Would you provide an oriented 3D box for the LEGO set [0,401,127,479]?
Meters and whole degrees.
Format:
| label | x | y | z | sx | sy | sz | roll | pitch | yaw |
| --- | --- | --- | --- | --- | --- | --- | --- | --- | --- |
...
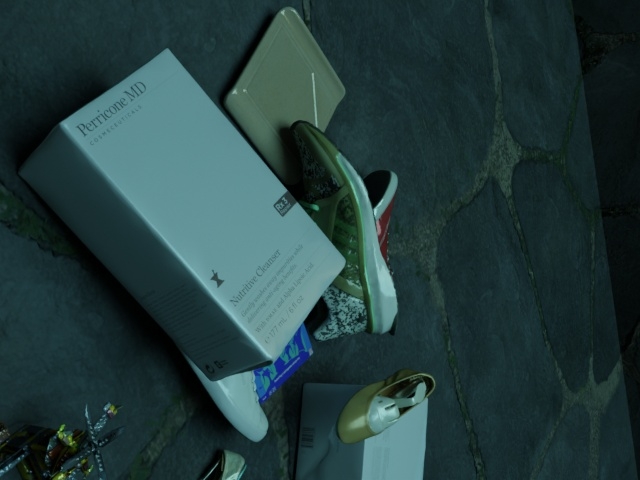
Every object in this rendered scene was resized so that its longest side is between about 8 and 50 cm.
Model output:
| label | x | y | z | sx | sy | sz | roll | pitch | yaw |
| --- | --- | --- | --- | --- | --- | --- | --- | --- | --- |
| LEGO set | -0.304 | 0.369 | 0.947 | 0.255 | 0.192 | 0.331 | -29 | 110 | -50 |

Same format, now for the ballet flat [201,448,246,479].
| label | x | y | z | sx | sy | sz | roll | pitch | yaw |
| --- | --- | --- | --- | --- | --- | --- | --- | --- | --- |
| ballet flat | -0.170 | 0.397 | 1.254 | 0.052 | 0.057 | 0.168 | 36 | 51 | -13 |

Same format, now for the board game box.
| label | x | y | z | sx | sy | sz | roll | pitch | yaw |
| --- | --- | --- | --- | --- | --- | --- | --- | --- | --- |
| board game box | -0.100 | 0.137 | 1.356 | 0.160 | 0.047 | 0.210 | -40 | 118 | -47 |

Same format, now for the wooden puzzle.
| label | x | y | z | sx | sy | sz | roll | pitch | yaw |
| --- | --- | --- | --- | --- | --- | --- | --- | --- | --- |
| wooden puzzle | -0.061 | -0.253 | 1.446 | 0.221 | 0.044 | 0.239 | 52 | 54 | -38 |

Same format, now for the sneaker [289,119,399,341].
| label | x | y | z | sx | sy | sz | roll | pitch | yaw |
| --- | --- | --- | --- | --- | --- | --- | --- | --- | --- |
| sneaker | 0.000 | 0.000 | 1.407 | 0.182 | 0.158 | 0.410 | -21 | 100 | -12 |

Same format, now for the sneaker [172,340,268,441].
| label | x | y | z | sx | sy | sz | roll | pitch | yaw |
| --- | --- | --- | --- | --- | --- | --- | --- | --- | --- |
| sneaker | -0.127 | 0.180 | 1.235 | 0.123 | 0.106 | 0.290 | -32 | 118 | -9 |

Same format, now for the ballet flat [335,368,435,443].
| label | x | y | z | sx | sy | sz | roll | pitch | yaw |
| --- | --- | --- | --- | --- | --- | --- | --- | --- | --- |
| ballet flat | 0.114 | 0.268 | 1.365 | 0.232 | 0.073 | 0.080 | -26 | 106 | -50 |

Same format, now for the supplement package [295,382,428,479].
| label | x | y | z | sx | sy | sz | roll | pitch | yaw |
| --- | --- | --- | --- | --- | --- | --- | --- | --- | --- |
| supplement package | 0.077 | 0.366 | 1.488 | 0.203 | 0.149 | 0.194 | 22 | 69 | -50 |

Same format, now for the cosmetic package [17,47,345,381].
| label | x | y | z | sx | sy | sz | roll | pitch | yaw |
| --- | --- | --- | --- | --- | --- | --- | --- | --- | --- |
| cosmetic package | -0.174 | -0.030 | 1.087 | 0.385 | 0.156 | 0.217 | 50 | 48 | -14 |

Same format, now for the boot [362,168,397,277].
| label | x | y | z | sx | sy | sz | roll | pitch | yaw |
| --- | --- | --- | --- | --- | --- | --- | --- | --- | --- |
| boot | 0.112 | -0.005 | 1.621 | 0.176 | 0.088 | 0.244 | 46 | 61 | -42 |
